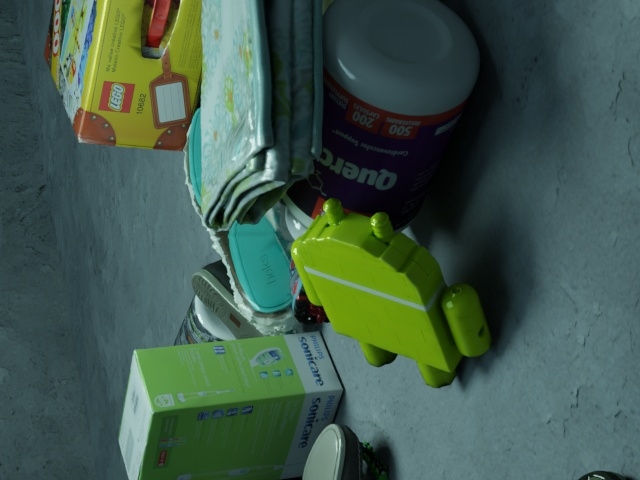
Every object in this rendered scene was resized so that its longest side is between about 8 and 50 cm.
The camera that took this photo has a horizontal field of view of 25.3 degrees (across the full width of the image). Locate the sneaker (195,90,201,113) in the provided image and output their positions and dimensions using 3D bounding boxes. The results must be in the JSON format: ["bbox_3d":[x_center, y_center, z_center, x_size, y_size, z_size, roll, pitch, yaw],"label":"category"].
[{"bbox_3d":[-0.171,-0.203,2.382,0.086,0.064,0.192,-41,52,48],"label":"sneaker"}]

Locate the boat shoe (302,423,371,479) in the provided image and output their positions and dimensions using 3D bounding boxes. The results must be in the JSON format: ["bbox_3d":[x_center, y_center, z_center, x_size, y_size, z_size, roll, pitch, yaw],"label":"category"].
[{"bbox_3d":[0.026,0.384,1.953,0.112,0.095,0.335,-116,32,-53],"label":"boat shoe"}]

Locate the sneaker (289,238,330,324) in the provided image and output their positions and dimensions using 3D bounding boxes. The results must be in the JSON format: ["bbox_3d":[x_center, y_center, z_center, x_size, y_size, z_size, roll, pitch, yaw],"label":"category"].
[{"bbox_3d":[0.000,0.000,1.907,0.262,0.104,0.125,112,148,-50],"label":"sneaker"}]

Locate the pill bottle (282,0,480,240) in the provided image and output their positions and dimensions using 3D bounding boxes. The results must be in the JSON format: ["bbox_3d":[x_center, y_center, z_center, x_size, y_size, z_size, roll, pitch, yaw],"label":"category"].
[{"bbox_3d":[0.053,-0.121,1.627,0.323,0.181,0.181,110,148,-48],"label":"pill bottle"}]

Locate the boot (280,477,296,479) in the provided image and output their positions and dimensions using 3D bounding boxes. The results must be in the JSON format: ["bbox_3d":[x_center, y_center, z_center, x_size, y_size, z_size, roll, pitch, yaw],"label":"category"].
[{"bbox_3d":[-0.029,0.426,2.144,0.207,0.090,0.248,3,97,57],"label":"boot"}]

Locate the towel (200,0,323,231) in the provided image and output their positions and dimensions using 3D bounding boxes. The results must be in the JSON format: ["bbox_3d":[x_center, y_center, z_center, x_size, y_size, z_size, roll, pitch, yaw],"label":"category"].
[{"bbox_3d":[-0.077,-0.215,1.610,0.320,0.090,0.374,144,128,-70],"label":"towel"}]

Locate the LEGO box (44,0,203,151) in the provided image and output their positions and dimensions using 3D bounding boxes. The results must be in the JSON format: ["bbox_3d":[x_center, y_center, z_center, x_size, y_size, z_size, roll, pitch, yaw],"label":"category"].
[{"bbox_3d":[-0.306,-0.457,2.386,0.372,0.193,0.500,-123,42,-54],"label":"LEGO box"}]

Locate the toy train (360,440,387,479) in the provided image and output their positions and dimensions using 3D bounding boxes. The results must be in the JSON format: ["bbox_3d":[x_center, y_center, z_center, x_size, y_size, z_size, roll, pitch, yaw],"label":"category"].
[{"bbox_3d":[0.069,0.297,1.912,0.083,0.017,0.023,-136,35,-60],"label":"toy train"}]

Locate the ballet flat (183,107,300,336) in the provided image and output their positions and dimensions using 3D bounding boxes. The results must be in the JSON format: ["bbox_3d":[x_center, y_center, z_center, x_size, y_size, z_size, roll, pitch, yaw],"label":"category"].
[{"bbox_3d":[-0.112,-0.026,2.170,0.147,0.147,0.409,117,142,-54],"label":"ballet flat"}]

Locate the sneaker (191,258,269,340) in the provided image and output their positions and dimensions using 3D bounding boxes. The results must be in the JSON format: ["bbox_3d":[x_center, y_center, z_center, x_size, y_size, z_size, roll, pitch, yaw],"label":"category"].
[{"bbox_3d":[-0.085,0.103,2.206,0.222,0.118,0.083,47,147,12],"label":"sneaker"}]

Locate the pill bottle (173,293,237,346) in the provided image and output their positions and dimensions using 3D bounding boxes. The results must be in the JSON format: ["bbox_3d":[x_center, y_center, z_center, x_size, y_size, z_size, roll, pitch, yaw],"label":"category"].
[{"bbox_3d":[-0.170,0.163,2.348,0.245,0.130,0.130,120,140,-55],"label":"pill bottle"}]

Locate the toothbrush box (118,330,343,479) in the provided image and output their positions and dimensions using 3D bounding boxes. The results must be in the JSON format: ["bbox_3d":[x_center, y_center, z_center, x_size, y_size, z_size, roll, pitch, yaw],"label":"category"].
[{"bbox_3d":[-0.134,0.252,2.057,0.206,0.283,0.122,105,153,-43],"label":"toothbrush box"}]

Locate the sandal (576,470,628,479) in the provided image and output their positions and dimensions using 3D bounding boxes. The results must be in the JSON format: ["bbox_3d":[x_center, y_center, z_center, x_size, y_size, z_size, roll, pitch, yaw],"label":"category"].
[{"bbox_3d":[0.244,0.356,1.385,0.303,0.086,0.120,-64,28,29],"label":"sandal"}]

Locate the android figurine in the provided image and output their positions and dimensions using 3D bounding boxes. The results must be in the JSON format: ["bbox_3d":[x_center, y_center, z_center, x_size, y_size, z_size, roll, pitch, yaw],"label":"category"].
[{"bbox_3d":[0.070,0.057,1.592,0.248,0.056,0.273,17,146,35],"label":"android figurine"}]

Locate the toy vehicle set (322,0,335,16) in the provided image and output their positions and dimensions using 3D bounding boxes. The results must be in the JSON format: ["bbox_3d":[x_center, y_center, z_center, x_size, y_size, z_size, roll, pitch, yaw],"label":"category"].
[{"bbox_3d":[-0.039,-0.346,2.026,0.267,0.035,0.166,160,105,-69],"label":"toy vehicle set"}]
